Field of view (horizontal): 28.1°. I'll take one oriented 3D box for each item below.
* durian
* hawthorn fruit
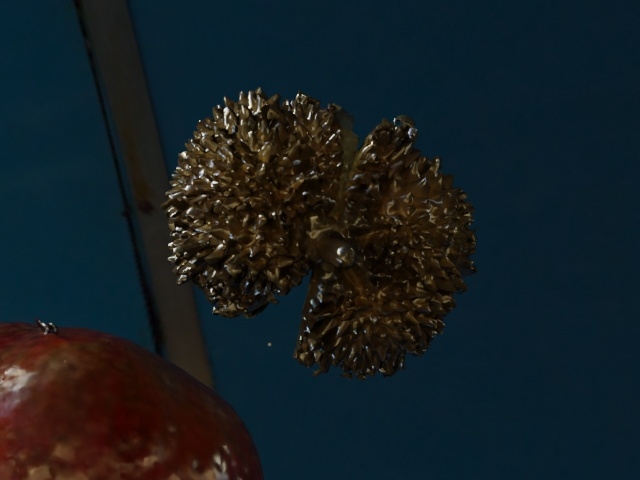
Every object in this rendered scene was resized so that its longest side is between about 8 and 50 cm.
[{"bbox_3d":[0.000,0.000,0.735,0.196,0.196,0.167,12,-87,-1],"label":"durian"},{"bbox_3d":[-0.183,0.234,0.854,0.284,0.285,0.369,8,-118,-2],"label":"hawthorn fruit"}]
